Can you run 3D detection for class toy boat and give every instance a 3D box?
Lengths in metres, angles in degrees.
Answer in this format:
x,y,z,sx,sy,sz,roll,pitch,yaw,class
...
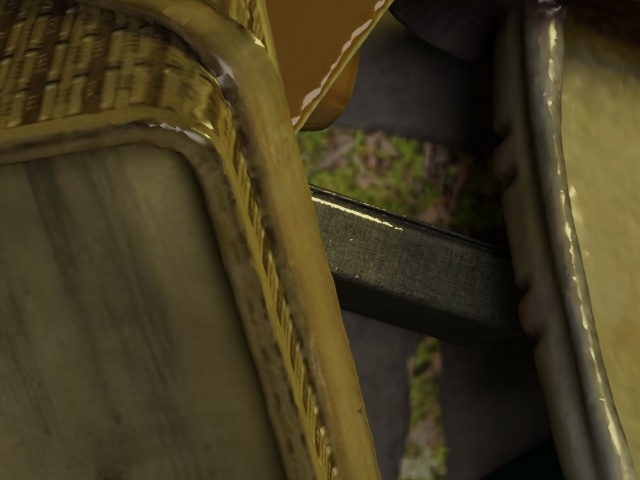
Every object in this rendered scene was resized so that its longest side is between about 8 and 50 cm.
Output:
x,y,z,sx,sy,sz,roll,pitch,yaw,class
0.149,-0.037,0.860,0.276,0.111,0.294,-14,86,-47,toy boat

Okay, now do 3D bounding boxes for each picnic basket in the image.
x,y,z,sx,sy,sz,roll,pitch,yaw,class
-0.145,0.027,0.636,0.312,0.175,0.228,-9,123,7,picnic basket

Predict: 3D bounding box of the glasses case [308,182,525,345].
x,y,z,sx,sy,sz,roll,pitch,yaw,class
0.000,0.000,0.842,0.205,0.071,0.047,18,76,-20,glasses case

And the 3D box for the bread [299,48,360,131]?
x,y,z,sx,sy,sz,roll,pitch,yaw,class
-0.055,-0.108,0.807,0.177,0.084,0.119,-2,62,-20,bread

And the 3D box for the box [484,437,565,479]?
x,y,z,sx,sy,sz,roll,pitch,yaw,class
0.203,0.200,0.901,0.153,0.092,0.245,-29,98,-21,box

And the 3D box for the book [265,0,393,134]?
x,y,z,sx,sy,sz,roll,pitch,yaw,class
-0.106,-0.161,0.748,0.295,0.020,0.208,36,79,2,book
